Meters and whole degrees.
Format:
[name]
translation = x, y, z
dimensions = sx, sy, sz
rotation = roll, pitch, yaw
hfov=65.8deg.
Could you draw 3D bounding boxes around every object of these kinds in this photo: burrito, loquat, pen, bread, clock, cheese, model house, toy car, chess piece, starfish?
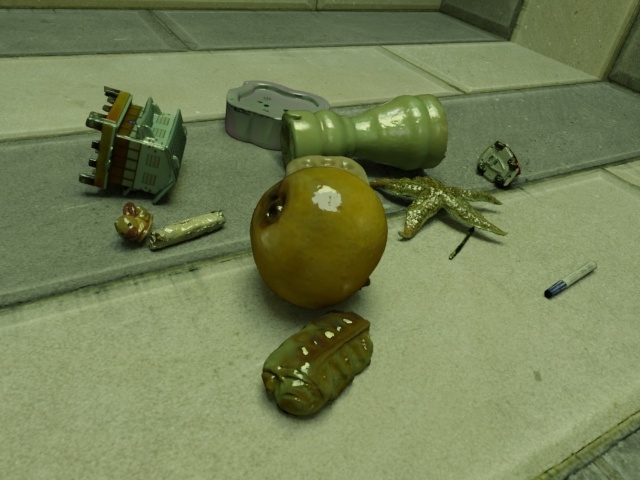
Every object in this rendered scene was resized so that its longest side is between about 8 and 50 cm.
[burrito]
translation = -0.291, -0.025, 1.096
dimensions = 0.185, 0.041, 0.045
rotation = -21, 63, -37
[loquat]
translation = 0.000, 0.000, 0.950
dimensions = 0.275, 0.274, 0.275
rotation = 6, 37, -5
[pen]
translation = 0.581, 0.090, 1.147
dimensions = 0.204, 0.025, 0.025
rotation = -21, 46, -33
[bread]
translation = 0.004, 0.194, 0.838
dimensions = 0.128, 0.088, 0.232
rotation = 36, 38, 20
[clock]
translation = -0.140, -0.411, 1.590
dimensions = 0.339, 0.102, 0.338
rotation = 6, 36, -5
[cheese]
translation = 0.021, -0.131, 1.241
dimensions = 0.218, 0.117, 0.235
rotation = -20, 48, -37
[model house]
translation = -0.443, -0.228, 1.200
dimensions = 0.215, 0.198, 0.224
rotation = 12, 34, -17
[toy car]
translation = 0.564, -0.227, 1.510
dimensions = 0.112, 0.112, 0.139
rotation = 2, 44, -36
[chess piece]
translation = 0.114, -0.295, 1.403
dimensions = 0.442, 0.234, 0.234
rotation = -7, 40, -16
[starfish]
translation = 0.319, -0.118, 1.320
dimensions = 0.358, 0.078, 0.347
rotation = -9, 34, -17

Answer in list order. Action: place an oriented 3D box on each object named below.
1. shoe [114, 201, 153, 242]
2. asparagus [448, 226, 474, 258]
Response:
[shoe]
translation = -0.404, -0.038, 1.065
dimensions = 0.069, 0.072, 0.109
rotation = 41, 35, -23
[asparagus]
translation = 0.351, 0.005, 1.218
dimensions = 0.016, 0.013, 0.166
rotation = 51, 46, 0
